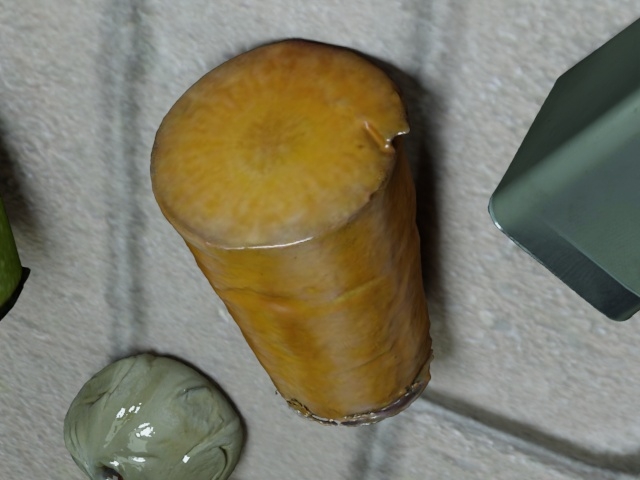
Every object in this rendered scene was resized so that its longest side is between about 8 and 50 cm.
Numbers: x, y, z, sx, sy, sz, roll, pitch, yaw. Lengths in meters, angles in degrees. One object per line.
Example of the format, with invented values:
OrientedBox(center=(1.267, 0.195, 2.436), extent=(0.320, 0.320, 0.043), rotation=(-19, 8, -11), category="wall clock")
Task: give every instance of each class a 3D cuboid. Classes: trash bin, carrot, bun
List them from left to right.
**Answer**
OrientedBox(center=(-0.162, 0.188, 1.809), extent=(0.166, 0.113, 0.173), rotation=(8, 138, 27), category="bun")
OrientedBox(center=(0.000, 0.000, 1.485), extent=(0.196, 0.196, 0.254), rotation=(11, 147, 25), category="carrot")
OrientedBox(center=(0.240, -0.083, 1.220), extent=(0.122, 0.164, 0.240), rotation=(39, 138, -9), category="trash bin")

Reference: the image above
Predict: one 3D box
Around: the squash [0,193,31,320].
OrientedBox(center=(-0.405, -0.089, 1.605), extent=(0.310, 0.310, 0.309), rotation=(10, 115, 26), category="squash")
